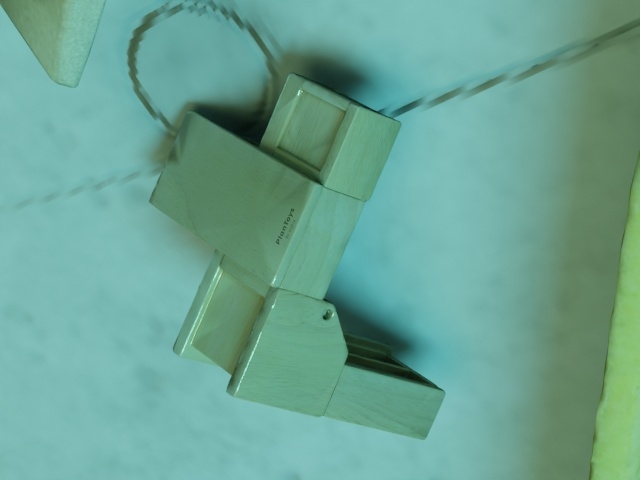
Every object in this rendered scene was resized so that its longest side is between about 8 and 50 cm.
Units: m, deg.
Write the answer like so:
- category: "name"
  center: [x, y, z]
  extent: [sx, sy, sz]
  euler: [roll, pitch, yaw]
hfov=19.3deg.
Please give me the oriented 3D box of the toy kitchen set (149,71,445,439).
- category: "toy kitchen set"
  center: [0.000, 0.000, 0.535]
  extent: [0.068, 0.075, 0.083]
  euler: [32, 101, 49]

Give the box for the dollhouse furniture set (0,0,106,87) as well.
- category: "dollhouse furniture set"
  center: [-0.208, -0.106, 0.430]
  extent: [0.259, 0.262, 0.135]
  euler: [53, 138, 28]

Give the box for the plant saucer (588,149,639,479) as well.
- category: "plant saucer"
  center: [0.232, 0.119, 0.474]
  extent: [0.332, 0.081, 0.333]
  euler: [14, 126, 16]
